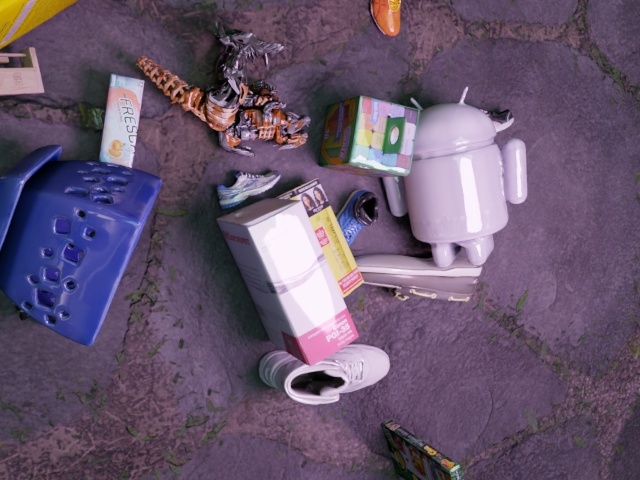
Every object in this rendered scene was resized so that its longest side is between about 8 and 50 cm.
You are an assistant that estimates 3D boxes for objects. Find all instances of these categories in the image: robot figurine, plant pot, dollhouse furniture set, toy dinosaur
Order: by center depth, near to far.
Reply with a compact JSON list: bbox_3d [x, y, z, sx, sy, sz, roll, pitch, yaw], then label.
[{"bbox_3d":[-0.402,-0.010,1.011,0.212,0.236,0.236,23,108,-15],"label":"plant pot"},{"bbox_3d":[-0.562,-0.232,1.022,0.183,0.129,0.129,-21,105,-51],"label":"dollhouse furniture set"},{"bbox_3d":[-0.159,-0.270,1.165,0.322,0.164,0.218,8,109,-45],"label":"toy dinosaur"},{"bbox_3d":[0.271,-0.126,1.306,0.200,0.299,0.354,-34,114,-63],"label":"robot figurine"}]

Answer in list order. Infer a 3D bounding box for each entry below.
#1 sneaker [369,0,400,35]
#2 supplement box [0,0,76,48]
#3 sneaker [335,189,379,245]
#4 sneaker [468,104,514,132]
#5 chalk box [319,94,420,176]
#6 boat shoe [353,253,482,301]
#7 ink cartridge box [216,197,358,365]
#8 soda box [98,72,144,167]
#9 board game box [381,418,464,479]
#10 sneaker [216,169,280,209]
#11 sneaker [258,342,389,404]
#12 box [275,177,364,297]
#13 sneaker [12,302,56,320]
[{"bbox_3d":[0.138,-0.509,1.305,0.064,0.067,0.175,-13,102,-23],"label":"sneaker"},{"bbox_3d":[-0.456,-0.426,0.919,0.194,0.195,0.356,50,50,-20],"label":"supplement box"},{"bbox_3d":[0.068,-0.035,1.312,0.058,0.084,0.152,34,82,-22],"label":"sneaker"},{"bbox_3d":[0.349,-0.268,1.417,0.178,0.072,0.077,-22,102,-21],"label":"sneaker"},{"bbox_3d":[0.099,-0.198,1.236,0.132,0.213,0.132,9,90,-20],"label":"chalk box"},{"bbox_3d":[0.200,0.085,1.367,0.305,0.109,0.091,3,108,-17],"label":"boat shoe"},{"bbox_3d":[-0.066,0.067,1.197,0.117,0.207,0.283,-27,106,-20],"label":"ink cartridge box"},{"bbox_3d":[-0.354,-0.196,1.126,0.058,0.063,0.183,7,93,-21],"label":"soda box"},{"bbox_3d":[0.218,0.478,1.332,0.030,0.259,0.136,-24,104,-21],"label":"board game box"},{"bbox_3d":[-0.140,-0.112,1.234,0.135,0.052,0.058,-29,101,-19],"label":"sneaker"},{"bbox_3d":[0.039,0.276,1.286,0.292,0.169,0.108,0,94,-24],"label":"sneaker"},{"bbox_3d":[0.000,0.000,1.269,0.087,0.058,0.232,-30,100,-49],"label":"box"},{"bbox_3d":[-0.507,0.096,1.089,0.170,0.063,0.075,32,76,-27],"label":"sneaker"}]
